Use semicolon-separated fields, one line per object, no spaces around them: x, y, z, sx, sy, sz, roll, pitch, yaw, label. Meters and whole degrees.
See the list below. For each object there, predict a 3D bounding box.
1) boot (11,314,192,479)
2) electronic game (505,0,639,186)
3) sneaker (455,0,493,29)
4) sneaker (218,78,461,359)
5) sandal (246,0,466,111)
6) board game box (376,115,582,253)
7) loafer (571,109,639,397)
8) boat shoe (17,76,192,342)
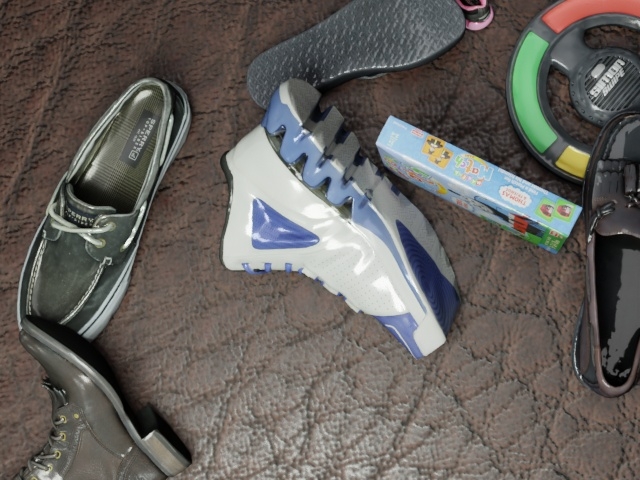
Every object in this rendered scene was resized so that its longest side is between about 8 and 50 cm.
-0.290;0.235;1.360;0.229;0.091;0.263;-41;102;0;boot
0.316;-0.167;1.396;0.229;0.048;0.229;-1;82;6;electronic game
0.142;-0.284;1.426;0.119;0.057;0.047;36;89;11;sneaker
-0.001;-0.001;1.378;0.182;0.127;0.315;-33;97;27;sneaker
0.039;-0.216;1.434;0.254;0.054;0.097;-17;79;14;sandal
0.164;-0.055;1.340;0.211;0.160;0.039;28;87;9;board game box
0.321;0.015;1.325;0.109;0.095;0.303;6;93;5;loafer
-0.250;-0.034;1.401;0.121;0.119;0.335;22;86;8;boat shoe
